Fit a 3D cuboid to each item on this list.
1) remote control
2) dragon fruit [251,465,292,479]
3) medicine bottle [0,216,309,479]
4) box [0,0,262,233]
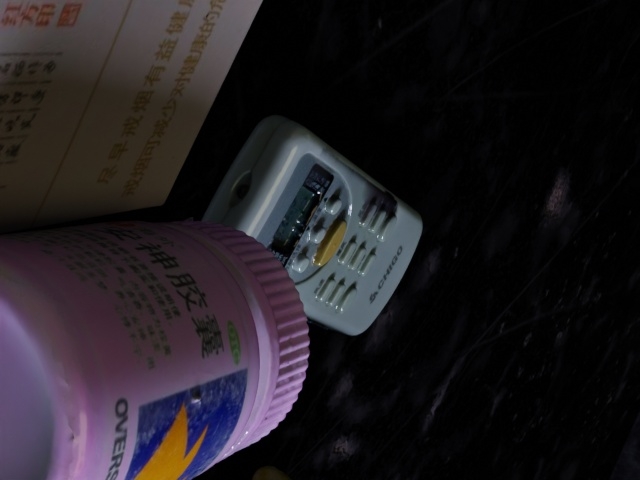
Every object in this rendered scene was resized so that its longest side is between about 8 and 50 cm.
[{"bbox_3d":[0.000,0.000,1.130,0.140,0.056,0.296,-59,151,0],"label":"remote control"},{"bbox_3d":[-0.085,0.360,1.120,0.307,0.227,0.243,-44,-150,40],"label":"dragon fruit"},{"bbox_3d":[-0.139,0.079,0.812,0.291,0.178,0.178,-9,123,-66],"label":"medicine bottle"},{"bbox_3d":[-0.172,-0.092,0.717,0.365,0.051,0.204,-14,138,-59],"label":"box"}]
